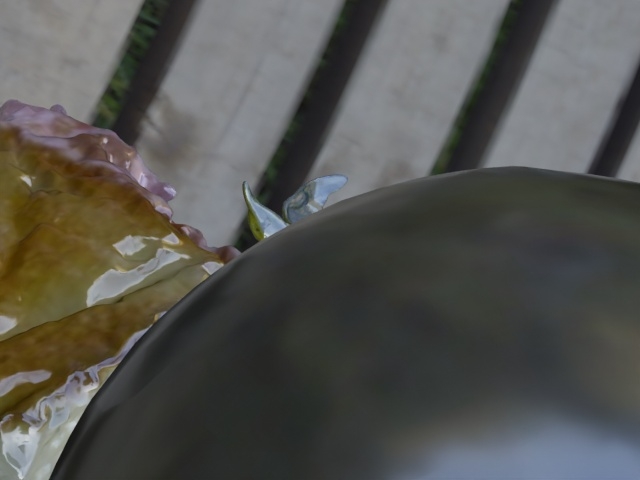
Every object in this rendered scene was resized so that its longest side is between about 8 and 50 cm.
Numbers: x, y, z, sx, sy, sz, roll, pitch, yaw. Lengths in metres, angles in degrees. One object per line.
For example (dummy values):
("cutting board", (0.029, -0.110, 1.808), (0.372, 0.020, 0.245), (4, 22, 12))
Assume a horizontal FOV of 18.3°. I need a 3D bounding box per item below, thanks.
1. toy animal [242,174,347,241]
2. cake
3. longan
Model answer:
("toy animal", (0.000, 0.000, 1.559), (0.155, 0.095, 0.219), (64, 31, -44))
("cake", (-0.187, 0.103, 1.339), (0.293, 0.314, 0.307), (-39, 139, -29))
("longan", (0.055, 0.129, 0.524), (0.297, 0.297, 0.297), (-12, 113, -28))
